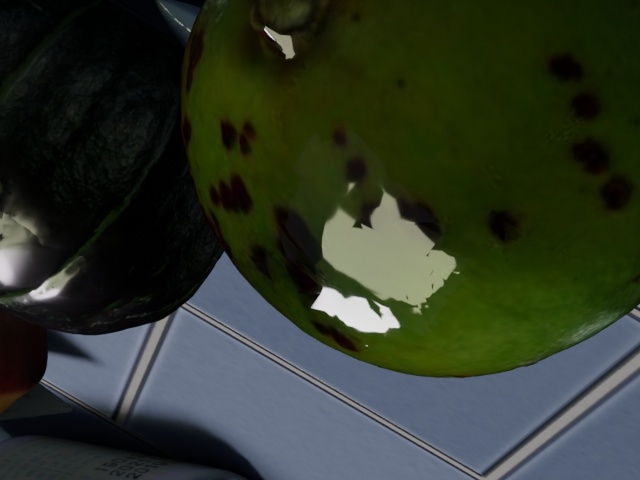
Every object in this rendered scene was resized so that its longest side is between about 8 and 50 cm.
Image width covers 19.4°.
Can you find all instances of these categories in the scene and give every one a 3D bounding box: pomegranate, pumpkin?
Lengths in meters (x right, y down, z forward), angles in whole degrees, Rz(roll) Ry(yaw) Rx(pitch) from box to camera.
[{"bbox_3d":[0.066,-0.046,0.705,0.211,0.211,0.263,3,167,46],"label":"pomegranate"},{"bbox_3d":[-0.147,-0.046,0.959,0.220,0.162,0.220,37,174,5],"label":"pumpkin"}]

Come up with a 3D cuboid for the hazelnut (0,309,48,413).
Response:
[{"bbox_3d":[-0.305,0.044,1.294,0.229,0.229,0.229,25,155,12],"label":"hazelnut"}]

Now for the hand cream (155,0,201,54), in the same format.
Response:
[{"bbox_3d":[-0.005,-0.068,0.914,0.171,0.043,0.065,28,171,10],"label":"hand cream"}]

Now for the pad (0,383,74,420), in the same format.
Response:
[{"bbox_3d":[-0.337,0.110,1.430,0.265,0.009,0.159,-3,-159,-39],"label":"pad"}]

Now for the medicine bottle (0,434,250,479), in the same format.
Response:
[{"bbox_3d":[-0.210,0.280,1.610,0.379,0.213,0.213,3,144,46],"label":"medicine bottle"}]
